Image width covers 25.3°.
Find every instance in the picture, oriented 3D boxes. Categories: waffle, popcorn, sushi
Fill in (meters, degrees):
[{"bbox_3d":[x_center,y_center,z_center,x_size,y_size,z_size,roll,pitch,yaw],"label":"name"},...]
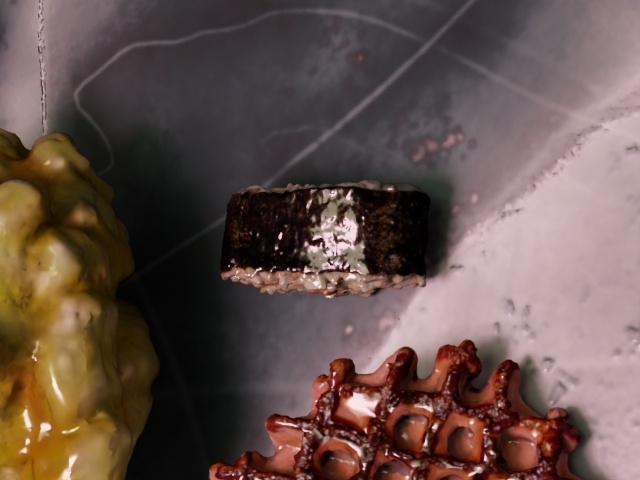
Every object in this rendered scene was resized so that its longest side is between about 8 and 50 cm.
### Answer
[{"bbox_3d":[0.057,0.173,0.874,0.234,0.055,0.221,-33,67,-5],"label":"waffle"},{"bbox_3d":[-0.254,0.079,1.012,0.279,0.274,0.335,9,58,-4],"label":"popcorn"},{"bbox_3d":[0.000,0.000,0.965,0.150,0.090,0.078,1,88,33],"label":"sushi"}]
